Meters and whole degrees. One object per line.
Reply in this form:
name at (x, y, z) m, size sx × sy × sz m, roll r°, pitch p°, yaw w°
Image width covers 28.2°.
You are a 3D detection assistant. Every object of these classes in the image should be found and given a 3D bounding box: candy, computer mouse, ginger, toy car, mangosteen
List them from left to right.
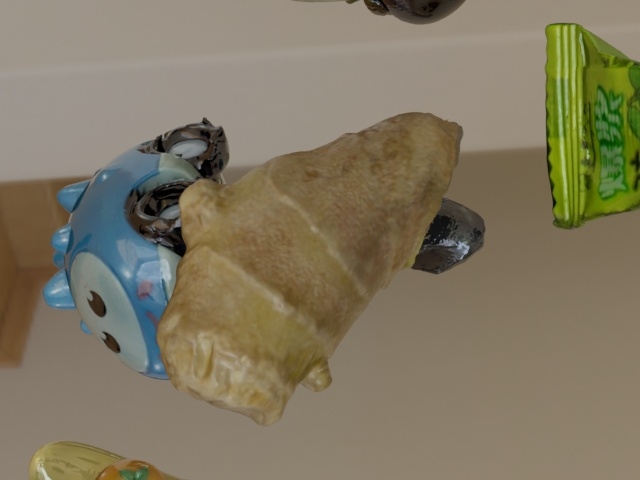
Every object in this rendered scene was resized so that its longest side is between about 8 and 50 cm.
toy car at (-0.156, 0.016, 1.159) m, size 0.255 × 0.190 × 0.189 m, roll -96°, pitch 173°, yaw -58°
ginger at (0.000, 0.000, 1.034) m, size 0.190 × 0.354 × 0.126 m, roll 52°, pitch -34°, yaw 1°
mangosteen at (0.091, -0.300, 1.422) m, size 0.137 × 0.151 × 0.137 m, roll 51°, pitch 28°, yaw -41°
computer mouse at (0.096, -0.012, 1.229) m, size 0.047 × 0.135 × 0.079 m, roll 56°, pitch 50°, yaw -37°
candy at (0.246, -0.078, 0.840) m, size 0.069 × 0.246 × 0.149 m, roll -6°, pitch 96°, yaw -50°

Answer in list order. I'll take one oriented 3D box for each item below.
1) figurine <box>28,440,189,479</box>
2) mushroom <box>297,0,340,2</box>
figurine at (-0.250, 0.365, 1.752) m, size 0.222 × 0.324 × 0.124 m, roll 116°, pitch -2°, yaw -76°
mushroom at (0.026, -0.344, 0.929) m, size 0.352 × 0.260 × 0.352 m, roll -159°, pitch -90°, yaw -76°
